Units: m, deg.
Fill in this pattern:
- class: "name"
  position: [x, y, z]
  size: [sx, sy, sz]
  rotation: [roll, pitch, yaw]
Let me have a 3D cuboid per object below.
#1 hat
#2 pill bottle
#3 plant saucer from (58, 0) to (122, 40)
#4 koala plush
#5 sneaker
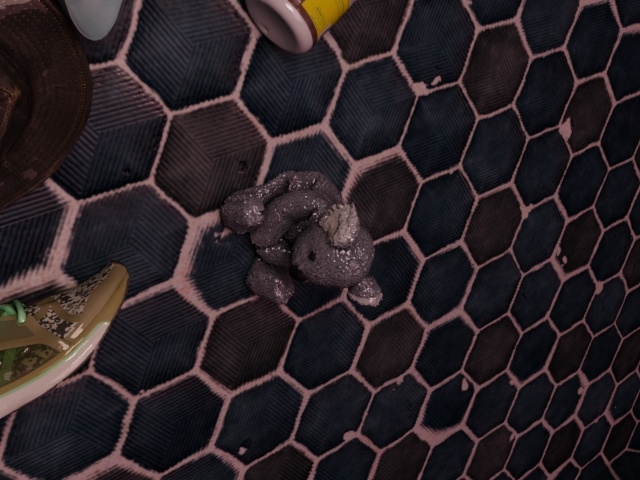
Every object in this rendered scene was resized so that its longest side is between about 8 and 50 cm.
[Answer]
- class: "hat"
  position: [-0.392, -0.128, 0.688]
  size: [0.332, 0.134, 0.331]
  rotation: [-15, 125, -23]
- class: "pill bottle"
  position: [0.004, -0.371, 0.936]
  size: [0.215, 0.117, 0.117]
  rotation: [-49, 130, -12]
- class: "plant saucer"
  position: [-0.263, -0.322, 0.741]
  size: [0.038, 0.195, 0.194]
  rotation: [7, 108, 2]
- class: "koala plush"
  position: [0.000, 0.000, 1.018]
  size: [0.203, 0.221, 0.196]
  rotation: [-33, 125, -23]
- class: "sneaker"
  position: [-0.420, 0.123, 0.809]
  size: [0.410, 0.158, 0.182]
  rotation: [-38, 110, -26]
